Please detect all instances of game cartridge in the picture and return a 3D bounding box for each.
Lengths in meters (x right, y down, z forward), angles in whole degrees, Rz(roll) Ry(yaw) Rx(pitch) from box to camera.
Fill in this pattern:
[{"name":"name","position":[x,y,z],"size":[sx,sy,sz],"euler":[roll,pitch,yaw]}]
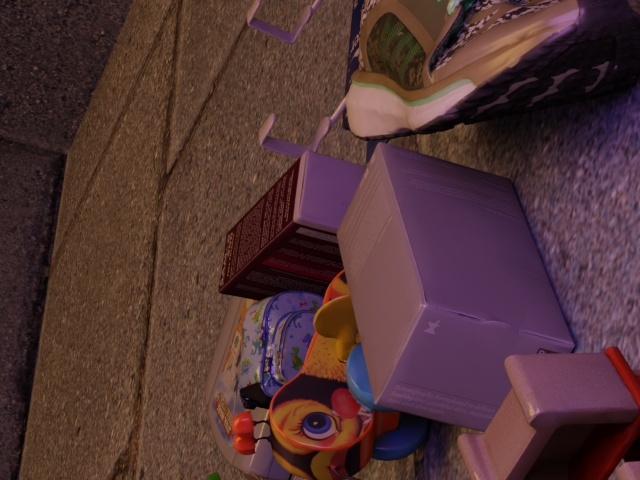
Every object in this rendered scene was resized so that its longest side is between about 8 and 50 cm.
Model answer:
[{"name":"game cartridge","position":[-0.065,0.142,1.860],"size":[0.297,0.062,0.198],"euler":[-131,62,-70]}]

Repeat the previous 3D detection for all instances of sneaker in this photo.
[{"name":"sneaker","position":[0.105,-0.178,1.281],"size":[0.410,0.158,0.182],"euler":[179,78,-70]}]

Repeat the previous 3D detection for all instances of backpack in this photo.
[{"name":"backpack","position":[-0.021,0.107,1.646],"size":[0.084,0.105,0.114],"euler":[-28,55,50]}]

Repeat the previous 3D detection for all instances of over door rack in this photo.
[{"name":"over door rack","position":[0.073,-0.239,1.585],"size":[0.324,0.108,0.239],"euler":[-43,30,23]}]

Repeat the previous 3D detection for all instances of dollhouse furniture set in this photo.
[{"name":"dollhouse furniture set","position":[0.187,0.180,0.929],"size":[0.262,0.135,0.259],"euler":[-64,31,34]}]

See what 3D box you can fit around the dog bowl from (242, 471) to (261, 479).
[{"name":"dog bowl","position":[-0.102,0.391,1.548],"size":[0.349,0.102,0.349],"euler":[-51,19,25]}]

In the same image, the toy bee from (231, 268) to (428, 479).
[{"name":"toy bee","position":[0.012,0.125,1.375],"size":[0.298,0.162,0.195],"euler":[-82,-5,-61]}]

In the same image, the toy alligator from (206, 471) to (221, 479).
[{"name":"toy alligator","position":[-0.082,0.323,1.766],"size":[0.190,0.056,0.051],"euler":[-121,10,-46]}]

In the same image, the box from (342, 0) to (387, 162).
[{"name":"box","position":[0.067,-0.207,1.757],"size":[0.136,0.036,0.225],"euler":[130,149,-55]}]

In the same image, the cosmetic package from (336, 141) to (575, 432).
[{"name":"cosmetic package","position":[0.097,0.034,1.289],"size":[0.238,0.127,0.107],"euler":[-96,27,-55]}]

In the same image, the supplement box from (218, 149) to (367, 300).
[{"name":"supplement box","position":[0.000,0.000,1.628],"size":[0.239,0.130,0.073],"euler":[139,141,-61]}]
